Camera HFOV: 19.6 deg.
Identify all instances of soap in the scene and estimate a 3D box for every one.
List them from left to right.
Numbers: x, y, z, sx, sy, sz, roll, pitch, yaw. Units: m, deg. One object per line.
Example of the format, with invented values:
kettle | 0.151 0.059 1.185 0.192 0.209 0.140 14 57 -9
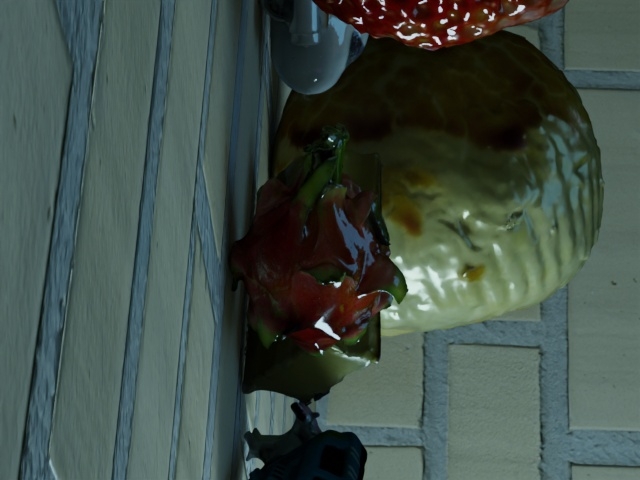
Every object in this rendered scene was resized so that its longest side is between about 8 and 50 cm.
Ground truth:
soap | -0.004 0.031 1.752 0.135 0.076 0.233 -35 -139 46

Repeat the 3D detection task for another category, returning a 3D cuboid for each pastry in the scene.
pastry | 0.121 -0.083 2.034 0.388 0.388 0.313 -83 157 -65

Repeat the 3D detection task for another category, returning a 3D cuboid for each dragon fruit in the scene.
dragon fruit | 0.000 0.003 1.549 0.137 0.135 0.236 57 -32 27

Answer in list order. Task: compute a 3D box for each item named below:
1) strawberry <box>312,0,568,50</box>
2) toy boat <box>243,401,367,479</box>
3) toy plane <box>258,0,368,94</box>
strawberry | 0.114 -0.319 1.576 0.267 0.351 0.312 -103 -155 -70
toy boat | -0.038 0.226 1.664 0.092 0.134 0.299 55 9 -5
toy plane | 0.001 -0.267 1.842 0.244 0.117 0.245 1 90 -89
